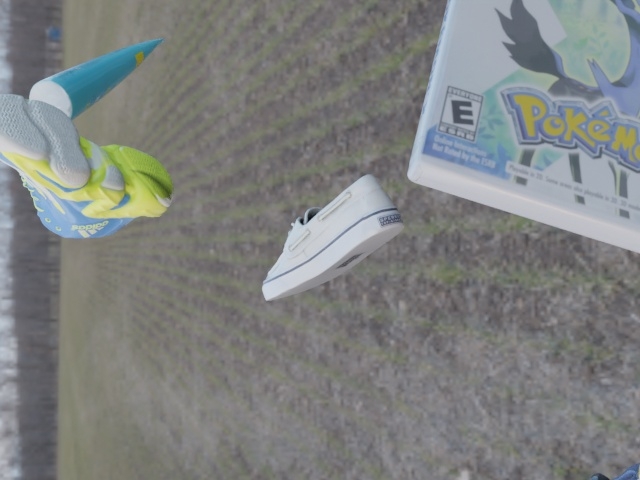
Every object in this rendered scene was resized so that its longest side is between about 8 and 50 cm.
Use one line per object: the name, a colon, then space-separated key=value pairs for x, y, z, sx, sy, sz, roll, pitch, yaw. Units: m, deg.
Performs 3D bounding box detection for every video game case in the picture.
video game case: x=0.257 y=-0.134 z=0.791 sx=0.036 sy=0.329 sz=0.300 roll=116 pitch=170 yaw=-66

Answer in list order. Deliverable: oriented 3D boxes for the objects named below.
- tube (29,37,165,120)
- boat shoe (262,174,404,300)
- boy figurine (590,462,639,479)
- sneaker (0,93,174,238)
tube: x=-0.254 y=-0.188 z=1.119 sx=0.052 sy=0.080 sz=0.207 roll=63 pitch=-151 yaw=-16
boat shoe: x=0.000 y=0.000 z=1.278 sx=0.267 sy=0.096 sz=0.088 roll=-38 pitch=72 yaw=51
boy figurine: x=0.579 y=0.375 z=1.660 sx=0.092 sy=0.177 sz=0.285 roll=49 pitch=123 yaw=14
sneaker: x=-0.266 y=-0.055 z=0.978 sx=0.126 sy=0.240 sz=0.091 roll=-35 pitch=52 yaw=25
